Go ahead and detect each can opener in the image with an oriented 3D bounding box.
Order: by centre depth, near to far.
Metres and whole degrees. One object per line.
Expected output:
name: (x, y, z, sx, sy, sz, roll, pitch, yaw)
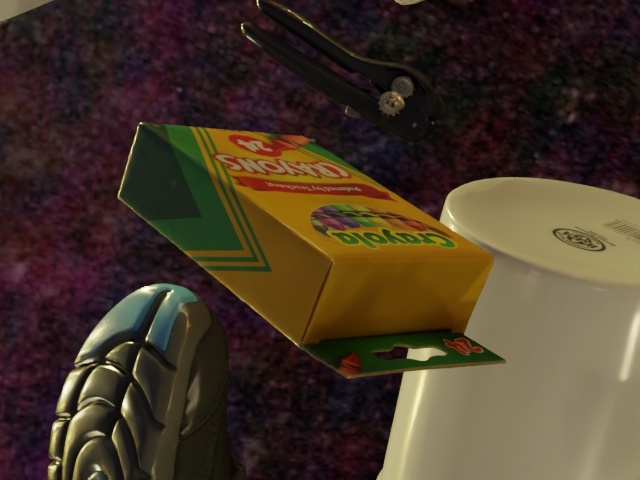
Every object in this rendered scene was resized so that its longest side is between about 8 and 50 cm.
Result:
can opener: (0.017, -0.139, 0.998, 0.186, 0.073, 0.059, 27, 86, 3)

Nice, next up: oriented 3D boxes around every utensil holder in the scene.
utensil holder: (0.242, 0.162, 1.297, 0.327, 0.327, 0.386, 31, 121, 43)

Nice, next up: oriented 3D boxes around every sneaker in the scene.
sneaker: (-0.087, 0.187, 0.740, 0.125, 0.139, 0.341, 30, 116, 54)

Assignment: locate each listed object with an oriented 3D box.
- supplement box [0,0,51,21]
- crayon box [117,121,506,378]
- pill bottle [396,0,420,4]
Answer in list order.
supplement box: (-0.246, -0.212, 0.816, 0.220, 0.111, 0.114, -27, 38, -16)
crayon box: (0.000, 0.000, 1.026, 0.318, 0.202, 0.081, 36, 114, 38)
pill bottle: (0.060, -0.425, 1.419, 0.161, 0.161, 0.283, -42, 75, 28)
